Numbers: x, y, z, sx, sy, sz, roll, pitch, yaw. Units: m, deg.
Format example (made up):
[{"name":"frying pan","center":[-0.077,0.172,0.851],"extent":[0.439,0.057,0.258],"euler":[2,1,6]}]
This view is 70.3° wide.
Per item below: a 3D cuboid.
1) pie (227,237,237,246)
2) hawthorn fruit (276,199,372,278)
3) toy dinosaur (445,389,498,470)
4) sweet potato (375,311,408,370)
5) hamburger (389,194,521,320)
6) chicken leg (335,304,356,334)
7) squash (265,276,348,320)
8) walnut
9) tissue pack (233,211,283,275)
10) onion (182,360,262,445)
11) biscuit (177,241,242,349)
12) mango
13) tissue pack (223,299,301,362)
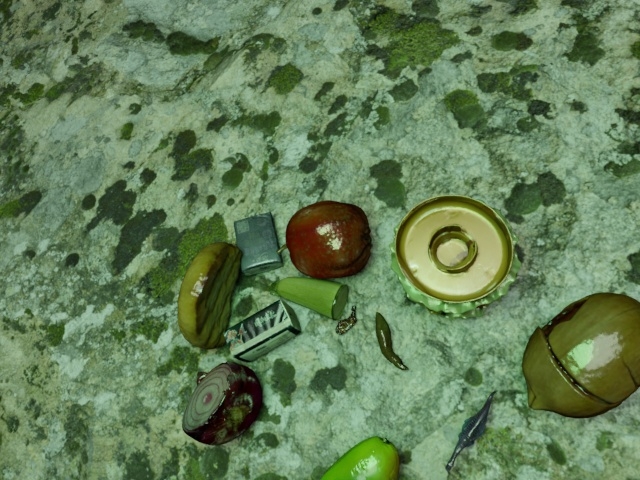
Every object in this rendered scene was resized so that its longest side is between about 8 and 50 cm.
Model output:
[{"name":"pie","center":[-0.243,0.033,1.283],"extent":[0.085,0.017,0.085],"euler":[-5,71,13]},{"name":"hawthorn fruit","center":[0.000,0.000,1.130],"extent":[0.253,0.205,0.205],"euler":[-5,71,19]},{"name":"toy dinosaur","center":[0.323,0.403,0.966],"extent":[0.045,0.080,0.197],"euler":[33,83,25]},{"name":"sweet potato","center":[0.160,0.244,1.090],"extent":[0.041,0.038,0.153],"euler":[-35,66,27]},{"name":"hamburger","center":[0.299,0.040,1.024],"extent":[0.274,0.212,0.275],"euler":[-4,74,16]},{"name":"chicken leg","center":[0.070,0.203,1.137],"extent":[0.036,0.021,0.083],"euler":[38,84,33]},{"name":"squash","center":[-0.044,0.139,1.164],"extent":[0.224,0.094,0.094],"euler":[9,74,25]},{"name":"walnut","center":[0.532,0.239,0.904],"extent":[0.203,0.203,0.298],"euler":[43,98,23]},{"name":"tissue pack","center":[-0.172,0.009,1.247],"extent":[0.112,0.051,0.156],"euler":[-14,66,0]},{"name":"onion","center":[-0.242,0.385,1.109],"extent":[0.218,0.139,0.195],"euler":[10,70,57]},{"name":"biscuit","center":[-0.281,0.132,1.143],"extent":[0.091,0.213,0.274],"euler":[12,82,17]},{"name":"mango","center":[0.078,0.524,0.978],"extent":[0.233,0.111,0.125],"euler":[-46,62,-2]},{"name":"tissue pack","center":[-0.141,0.229,1.142],"extent":[0.170,0.103,0.090],"euler":[-28,63,5]}]
